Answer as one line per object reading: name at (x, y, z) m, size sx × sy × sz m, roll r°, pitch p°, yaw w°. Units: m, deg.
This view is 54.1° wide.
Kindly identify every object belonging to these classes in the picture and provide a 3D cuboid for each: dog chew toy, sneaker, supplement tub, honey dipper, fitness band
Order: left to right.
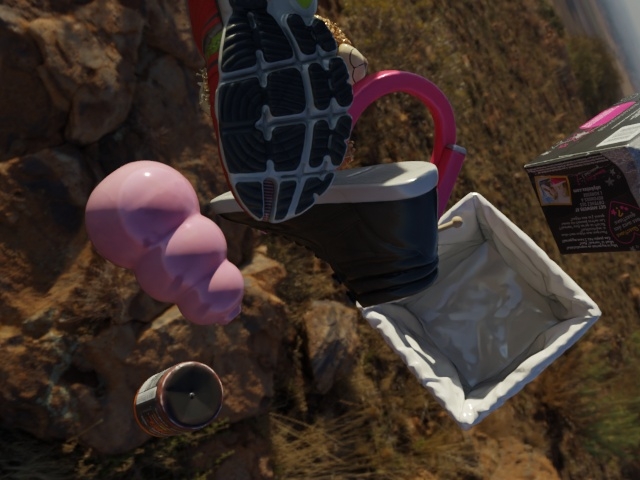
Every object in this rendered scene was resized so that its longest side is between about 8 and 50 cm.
supplement tub at (-0.239, 0.262, 1.014) m, size 0.106 × 0.198 × 0.106 m, roll 12°, pitch 65°, yaw -28°
dog chew toy at (-0.268, 0.018, 1.142) m, size 0.332 × 0.206 × 0.206 m, roll 49°, pitch 33°, yaw -2°
sneaker at (-0.051, -0.148, 0.500) m, size 0.107 × 0.118 × 0.279 m, roll -5°, pitch 84°, yaw -24°
sneaker at (0.000, 0.000, 0.693) m, size 0.104 × 0.295 × 0.147 m, roll -36°, pitch 119°, yaw -48°
fitness band at (0.087, -0.090, 0.881) m, size 0.208 × 0.291 × 0.054 m, roll 17°, pitch 9°, yaw -25°
honey dipper at (0.147, -0.004, 0.968) m, size 0.030 × 0.160 × 0.031 m, roll 158°, pitch -90°, yaw -82°

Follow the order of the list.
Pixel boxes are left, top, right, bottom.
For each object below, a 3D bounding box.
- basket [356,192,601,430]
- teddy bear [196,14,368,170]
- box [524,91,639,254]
basket at (0.310, 0.143, 1.256) m, size 0.331 × 0.328 × 0.266 m, roll 49°, pitch 7°, yaw 20°
teddy bear at (-0.033, -0.211, 0.900) m, size 0.338 × 0.113 × 0.245 m, roll -20°, pitch 88°, yaw -45°
box at (0.425, -0.098, 0.813) m, size 0.247 × 0.163 × 0.142 m, roll -33°, pitch 102°, yaw -25°
